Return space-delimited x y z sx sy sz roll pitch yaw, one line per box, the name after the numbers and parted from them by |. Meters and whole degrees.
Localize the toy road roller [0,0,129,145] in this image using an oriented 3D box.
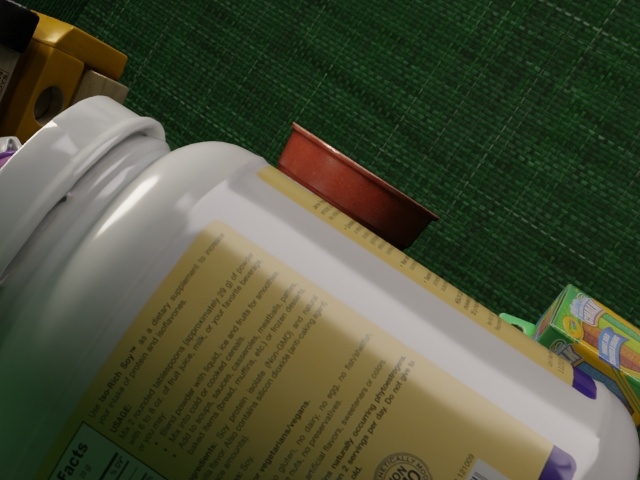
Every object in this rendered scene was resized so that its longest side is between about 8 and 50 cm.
-0.424 -0.205 1.513 0.241 0.202 0.329 24 1 27 | toy road roller

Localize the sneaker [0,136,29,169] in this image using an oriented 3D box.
-0.269 -0.047 1.362 0.236 0.095 0.104 6 25 -21 | sneaker

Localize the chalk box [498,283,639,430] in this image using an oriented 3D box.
0.317 0.154 1.526 0.213 0.132 0.132 34 31 5 | chalk box

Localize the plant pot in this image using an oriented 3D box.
0.000 0.000 1.879 0.272 0.265 0.272 33 5 -3 | plant pot

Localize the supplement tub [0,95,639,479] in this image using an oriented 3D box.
-0.032 0.098 0.637 0.331 0.241 0.241 34 4 4 | supplement tub
